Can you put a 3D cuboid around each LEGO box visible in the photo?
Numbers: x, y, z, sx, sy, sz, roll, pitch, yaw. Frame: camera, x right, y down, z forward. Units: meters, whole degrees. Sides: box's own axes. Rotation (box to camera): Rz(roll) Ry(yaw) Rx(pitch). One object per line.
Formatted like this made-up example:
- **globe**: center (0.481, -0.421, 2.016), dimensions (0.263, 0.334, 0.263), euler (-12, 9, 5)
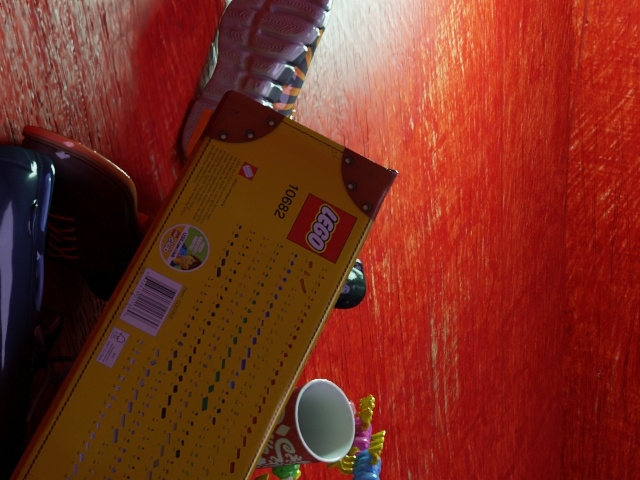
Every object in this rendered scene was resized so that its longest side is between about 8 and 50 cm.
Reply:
- **LEGO box**: center (-0.142, 0.153, 1.368), dimensions (0.500, 0.193, 0.372), euler (-63, -178, -21)

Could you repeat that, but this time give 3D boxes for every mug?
- **mug**: center (-0.039, 0.269, 1.853), dimensions (0.150, 0.169, 0.113), euler (24, 59, -40)

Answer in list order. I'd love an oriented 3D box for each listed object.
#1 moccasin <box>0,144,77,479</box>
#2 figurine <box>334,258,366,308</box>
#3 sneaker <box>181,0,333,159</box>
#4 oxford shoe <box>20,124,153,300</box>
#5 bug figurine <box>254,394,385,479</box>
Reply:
- **moccasin**: center (-0.290, 0.081, 1.263), dimensions (0.116, 0.137, 0.342), euler (-8, 111, -42)
- **figurine**: center (0.000, 0.000, 1.957), dimensions (0.209, 0.092, 0.215), euler (-4, 104, -64)
- **sneaker**: center (-0.065, -0.200, 1.704), dimensions (0.321, 0.124, 0.180), euler (-61, 158, -10)
- **oxford shoe**: center (-0.247, -0.023, 1.389), dimensions (0.098, 0.096, 0.271), euler (-62, 152, -20)
- **bug figurine**: center (-0.009, 0.326, 1.889), dimensions (0.072, 0.279, 0.216), euler (58, 25, -19)
